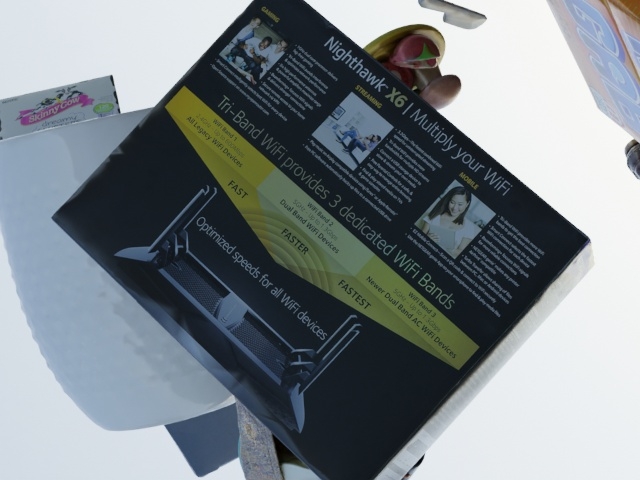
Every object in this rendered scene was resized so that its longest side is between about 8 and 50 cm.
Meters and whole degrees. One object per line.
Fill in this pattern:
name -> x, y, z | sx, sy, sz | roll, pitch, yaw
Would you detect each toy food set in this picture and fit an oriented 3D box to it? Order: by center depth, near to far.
toy food set -> 0.085, -0.158, 1.643 | 0.128, 0.218, 0.071 | 17, -143, -55

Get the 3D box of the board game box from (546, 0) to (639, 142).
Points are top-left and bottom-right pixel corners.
board game box -> 0.501, -0.278, 1.751 | 0.356, 0.356, 0.356 | 48, 178, 42

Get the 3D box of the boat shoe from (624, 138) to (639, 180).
boat shoe -> 0.553, -0.086, 2.391 | 0.207, 0.073, 0.073 | 23, -151, -25

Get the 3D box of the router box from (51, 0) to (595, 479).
router box -> 0.000, 0.000, 1.108 | 0.309, 0.243, 0.081 | 43, 178, 18

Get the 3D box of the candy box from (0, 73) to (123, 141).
candy box -> -0.332, -0.121, 2.029 | 0.196, 0.165, 0.070 | -109, 7, -48

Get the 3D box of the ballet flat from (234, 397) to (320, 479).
ballet flat -> -0.021, 0.156, 1.397 | 0.106, 0.107, 0.316 | 21, 144, 33

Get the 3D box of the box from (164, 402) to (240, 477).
box -> -0.137, 0.102, 2.329 | 0.212, 0.293, 0.395 | 64, 180, -42

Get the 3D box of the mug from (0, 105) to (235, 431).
mug -> -0.157, 0.018, 1.724 | 0.374, 0.276, 0.328 | -15, -85, -33

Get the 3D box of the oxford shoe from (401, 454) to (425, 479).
oxford shoe -> 0.052, 0.248, 1.696 | 0.097, 0.271, 0.098 | 17, -173, -25
